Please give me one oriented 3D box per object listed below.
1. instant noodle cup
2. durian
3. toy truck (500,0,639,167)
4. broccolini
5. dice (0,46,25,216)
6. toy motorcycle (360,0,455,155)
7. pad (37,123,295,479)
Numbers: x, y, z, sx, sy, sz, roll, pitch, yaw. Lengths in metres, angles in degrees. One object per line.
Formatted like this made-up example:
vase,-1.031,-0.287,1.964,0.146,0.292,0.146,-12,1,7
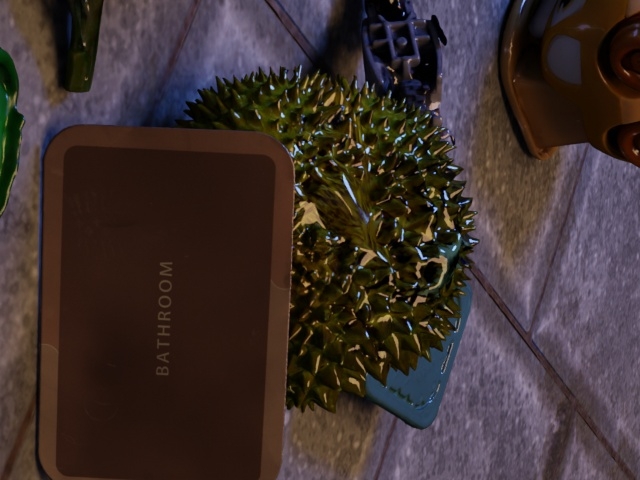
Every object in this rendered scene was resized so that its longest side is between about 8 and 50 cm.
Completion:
instant noodle cup,0.069,0.085,1.589,0.179,0.070,0.157,39,65,-58
durian,0.003,0.002,1.284,0.291,0.225,0.291,-23,118,-53
toy truck,0.330,-0.206,1.831,0.204,0.212,0.288,-61,149,-33
broccolini,-0.149,-0.199,1.122,0.091,0.068,0.202,-67,155,-62
dice,-0.249,-0.062,0.925,0.131,0.120,0.128,24,78,-58
toy motorcycle,0.074,-0.140,1.460,0.122,0.080,0.215,88,-6,-48
pad,-0.109,0.053,1.170,0.002,0.176,0.266,-88,180,-79
